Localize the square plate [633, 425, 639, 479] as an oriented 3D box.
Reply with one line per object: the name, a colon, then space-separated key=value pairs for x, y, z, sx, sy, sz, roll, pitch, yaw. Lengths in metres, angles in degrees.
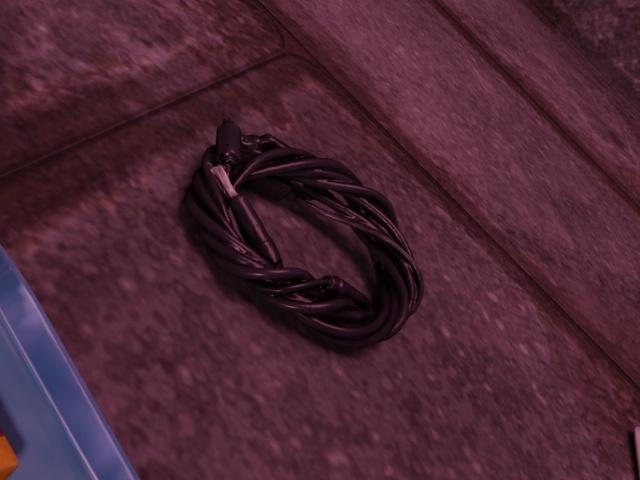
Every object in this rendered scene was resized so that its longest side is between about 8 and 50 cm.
square plate: x=0.371 y=0.328 z=0.709 sx=0.344 sy=0.049 sz=0.347 roll=40 pitch=27 yaw=-11

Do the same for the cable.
cable: x=0.000 y=0.000 z=0.641 sx=0.184 sy=0.047 sz=0.151 roll=34 pitch=29 yaw=-22

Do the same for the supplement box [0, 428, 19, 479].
supplement box: x=-0.193 y=0.023 z=0.304 sx=0.188 sy=0.081 sz=0.104 roll=55 pitch=29 yaw=17

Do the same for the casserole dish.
casserole dish: x=-0.108 y=0.062 z=0.369 sx=0.188 sy=0.037 sz=0.114 roll=56 pitch=-11 yaw=17
